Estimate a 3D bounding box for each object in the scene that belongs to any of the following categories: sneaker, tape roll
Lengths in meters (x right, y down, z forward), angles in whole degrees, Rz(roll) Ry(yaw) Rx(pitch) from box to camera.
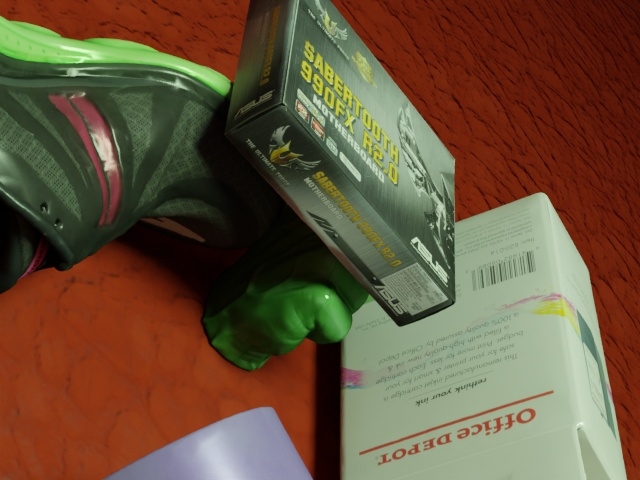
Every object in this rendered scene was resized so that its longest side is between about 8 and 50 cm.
[{"bbox_3d":[-0.211,-0.048,1.032,0.483,0.185,0.202,15,67,-48],"label":"sneaker"},{"bbox_3d":[-0.091,0.179,0.891,0.189,0.189,0.080,-8,65,-59],"label":"tape roll"}]

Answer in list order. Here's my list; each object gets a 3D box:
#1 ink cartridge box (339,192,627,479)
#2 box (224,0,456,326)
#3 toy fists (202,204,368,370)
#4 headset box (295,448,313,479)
[{"bbox_3d":[0.130,0.140,1.235,0.119,0.207,0.353,57,22,-35],"label":"ink cartridge box"},{"bbox_3d":[0.024,-0.072,1.165,0.231,0.056,0.183,49,30,-30],"label":"box"},{"bbox_3d":[0.000,0.000,1.281,0.096,0.142,0.279,45,29,-15],"label":"toy fists"},{"bbox_3d":[-0.024,0.206,1.128,0.062,0.032,0.083,-11,68,-60],"label":"headset box"}]
